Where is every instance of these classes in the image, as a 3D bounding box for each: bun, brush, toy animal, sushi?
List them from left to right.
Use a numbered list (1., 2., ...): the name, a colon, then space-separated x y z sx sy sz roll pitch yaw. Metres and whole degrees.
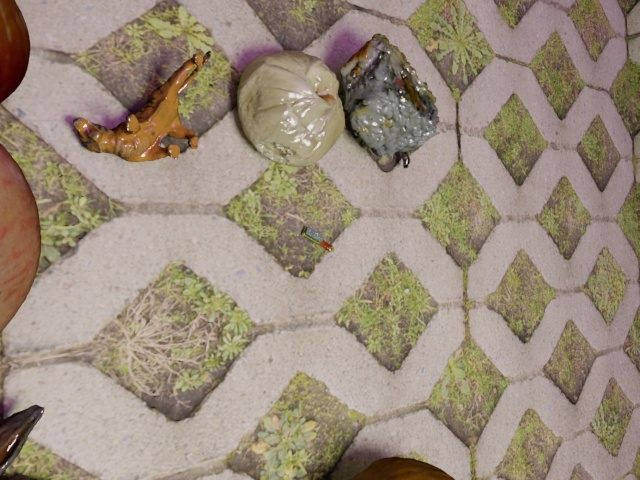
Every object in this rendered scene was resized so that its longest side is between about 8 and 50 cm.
1. toy animal: -0.247 -0.208 0.821 0.255 0.116 0.114 -56 141 -31
2. bun: -0.035 -0.243 0.942 0.221 0.134 0.220 6 81 -39
3. brush: 0.000 0.000 1.024 0.083 0.021 0.018 34 65 -31
4. sushi: 0.148 -0.274 1.057 0.274 0.139 0.184 34 45 -34

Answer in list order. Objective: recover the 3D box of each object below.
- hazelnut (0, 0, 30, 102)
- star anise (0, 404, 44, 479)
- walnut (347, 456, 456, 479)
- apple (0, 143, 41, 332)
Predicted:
1. hazelnut: -0.460 -0.251 0.580 0.230 0.229 0.229 2 86 -37
2. star anise: -0.465 0.325 0.605 0.332 0.118 0.331 2 88 -45
3. walnut: 0.151 0.588 0.924 0.354 0.308 0.397 -47 116 -30
4. apple: -0.459 0.013 0.506 0.345 0.269 0.344 -10 108 -33
